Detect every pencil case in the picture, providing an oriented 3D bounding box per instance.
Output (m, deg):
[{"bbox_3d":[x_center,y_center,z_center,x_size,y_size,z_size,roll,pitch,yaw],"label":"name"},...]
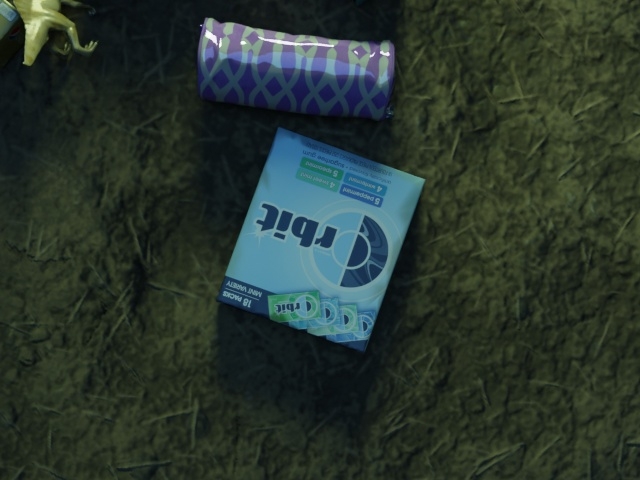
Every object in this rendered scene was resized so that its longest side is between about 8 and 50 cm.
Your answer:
[{"bbox_3d":[-0.022,-0.172,1.070,0.206,0.086,0.088,7,53,-4],"label":"pencil case"}]

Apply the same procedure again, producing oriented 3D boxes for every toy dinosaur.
[{"bbox_3d":[-0.266,-0.212,1.052,0.053,0.092,0.183,-19,53,27],"label":"toy dinosaur"}]

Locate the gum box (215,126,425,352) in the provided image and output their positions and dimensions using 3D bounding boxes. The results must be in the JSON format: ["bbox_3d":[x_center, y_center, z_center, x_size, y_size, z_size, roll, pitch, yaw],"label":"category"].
[{"bbox_3d":[0.000,0.000,1.083,0.157,0.041,0.184,19,87,-1],"label":"gum box"}]

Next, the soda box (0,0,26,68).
[{"bbox_3d":[-0.375,-0.252,1.071,0.181,0.061,0.058,39,88,0],"label":"soda box"}]

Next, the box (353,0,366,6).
[{"bbox_3d":[-0.005,-0.358,1.068,0.060,0.100,0.244,-33,89,-1],"label":"box"}]
